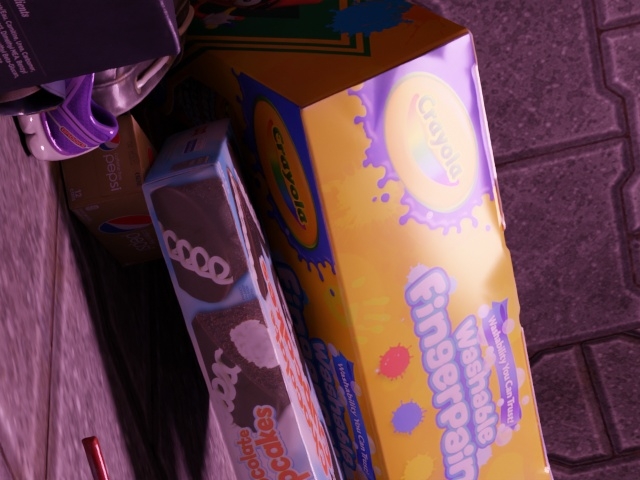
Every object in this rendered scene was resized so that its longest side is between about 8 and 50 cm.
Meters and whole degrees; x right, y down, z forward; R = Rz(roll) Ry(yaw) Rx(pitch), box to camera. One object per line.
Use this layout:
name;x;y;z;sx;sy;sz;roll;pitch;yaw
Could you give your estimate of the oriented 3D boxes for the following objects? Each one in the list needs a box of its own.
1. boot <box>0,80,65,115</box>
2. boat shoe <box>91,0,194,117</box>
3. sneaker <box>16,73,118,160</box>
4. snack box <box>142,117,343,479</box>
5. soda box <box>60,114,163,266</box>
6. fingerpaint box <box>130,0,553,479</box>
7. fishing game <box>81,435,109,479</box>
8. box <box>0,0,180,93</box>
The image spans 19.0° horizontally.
boot;-0.174;-0.124;1.054;0.219;0.082;0.106;-81;155;-86
boat shoe;-0.156;-0.174;1.445;0.335;0.121;0.119;-65;151;-67
sneaker;-0.171;-0.134;1.219;0.068;0.071;0.170;-97;173;-60
snack box;-0.049;0.083;1.409;0.187;0.060;0.322;-88;162;-76
soda box;-0.143;-0.034;1.418;0.181;0.058;0.061;63;15;-74
fingerpaint box;0.000;0.000;1.621;0.371;0.163;0.445;35;-35;52
fishing game;-0.127;0.219;0.911;0.264;0.041;0.189;-76;154;-64
box;-0.153;-0.148;0.822;0.093;0.158;0.156;71;7;-61
